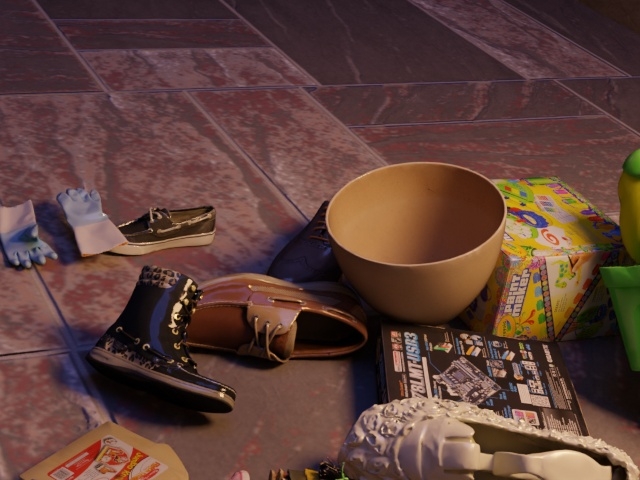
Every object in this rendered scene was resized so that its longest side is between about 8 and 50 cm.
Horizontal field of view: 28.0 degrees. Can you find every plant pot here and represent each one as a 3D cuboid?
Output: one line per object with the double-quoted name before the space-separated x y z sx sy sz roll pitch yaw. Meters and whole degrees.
"plant pot" 0.157 0.029 2.062 0.284 0.191 0.284 -4 36 3

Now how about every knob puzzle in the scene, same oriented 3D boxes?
"knob puzzle" -0.255 0.315 1.643 0.213 0.030 0.213 8 26 -4

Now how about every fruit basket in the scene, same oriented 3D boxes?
"fruit basket" 0.606 0.025 2.027 0.283 0.392 0.392 -3 15 39

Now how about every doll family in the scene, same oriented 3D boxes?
"doll family" 0.004 0.338 1.642 0.111 0.076 0.193 6 31 -15

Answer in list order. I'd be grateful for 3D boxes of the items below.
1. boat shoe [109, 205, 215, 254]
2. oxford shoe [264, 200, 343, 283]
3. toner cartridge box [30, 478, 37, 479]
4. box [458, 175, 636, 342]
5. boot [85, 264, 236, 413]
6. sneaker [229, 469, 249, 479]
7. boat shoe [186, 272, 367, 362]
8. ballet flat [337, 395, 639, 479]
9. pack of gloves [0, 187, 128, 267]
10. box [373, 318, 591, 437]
"boat shoe" -0.287 -0.027 2.263 0.219 0.070 0.078 -9 31 -31
"oxford shoe" 0.000 0.000 2.233 0.130 0.132 0.364 18 28 16
"toner cartridge box" -0.208 0.390 1.459 0.348 0.075 0.165 14 29 9
"box" 0.356 0.029 2.242 0.279 0.177 0.290 -3 30 -25
"boot" -0.203 0.140 1.855 0.236 0.085 0.178 16 65 21
"sneaker" -0.129 0.334 1.621 0.070 0.051 0.134 13 30 -4
"boat shoe" -0.074 0.126 1.980 0.324 0.123 0.116 -3 31 -19
"ballet flat" 0.232 0.287 1.702 0.409 0.147 0.147 7 27 -4
"pack of gloves" -0.460 -0.038 2.212 0.195 0.046 0.232 -18 35 -17
"box" 0.233 0.236 1.911 0.293 0.073 0.295 6 27 -5
